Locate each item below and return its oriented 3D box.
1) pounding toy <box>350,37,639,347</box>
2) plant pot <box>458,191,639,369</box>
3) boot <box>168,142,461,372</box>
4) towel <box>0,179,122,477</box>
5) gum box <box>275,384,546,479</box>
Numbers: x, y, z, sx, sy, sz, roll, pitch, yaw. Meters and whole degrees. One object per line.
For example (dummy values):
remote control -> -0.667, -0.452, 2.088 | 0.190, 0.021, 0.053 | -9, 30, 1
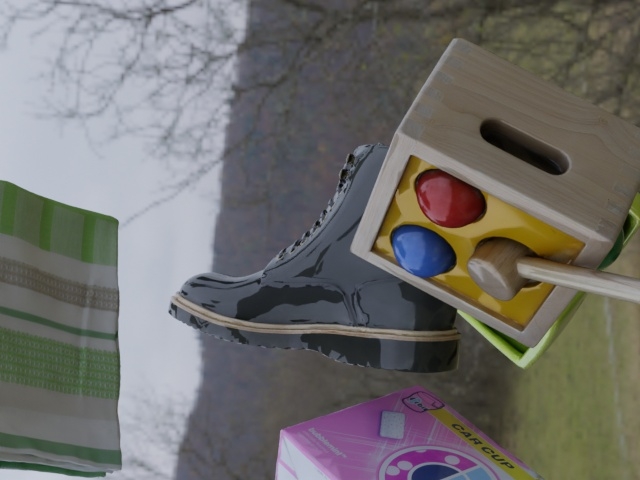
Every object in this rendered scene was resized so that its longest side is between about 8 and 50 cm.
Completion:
pounding toy -> 0.096, -0.009, 0.549 | 0.100, 0.141, 0.130 | -58, -7, -32
plant pot -> 0.251, -0.009, 1.383 | 0.207, 0.228, 0.227 | -44, -14, -14
boot -> 0.000, 0.000, 0.701 | 0.077, 0.198, 0.137 | 0, -84, -63
towel -> -0.148, 0.047, 0.603 | 0.113, 0.023, 0.152 | 23, -121, -52
gum box -> 0.070, 0.162, 0.624 | 0.188, 0.107, 0.062 | 34, 127, 46
